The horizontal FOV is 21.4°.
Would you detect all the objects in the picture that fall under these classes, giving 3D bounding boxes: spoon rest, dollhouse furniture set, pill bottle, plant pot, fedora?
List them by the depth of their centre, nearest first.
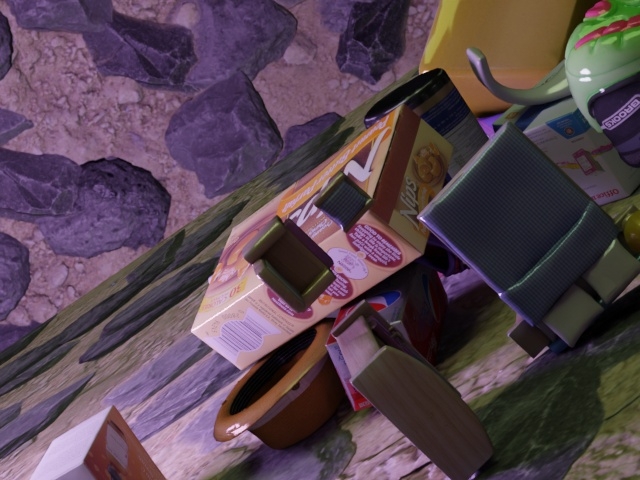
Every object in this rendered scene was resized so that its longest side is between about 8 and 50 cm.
[{"bbox_3d":[0.137,0.012,1.529,0.303,0.286,0.198,-45,10,3],"label":"dollhouse furniture set"},{"bbox_3d":[-0.031,0.171,1.889,0.194,0.079,0.194,-40,13,11],"label":"fedora"},{"bbox_3d":[0.323,-0.227,2.093,0.276,0.084,0.137,-13,24,-5],"label":"spoon rest"},{"bbox_3d":[0.160,-0.094,2.114,0.123,0.219,0.123,-32,11,7],"label":"pill bottle"},{"bbox_3d":[0.288,-0.276,2.340,0.187,0.212,0.212,10,77,34],"label":"plant pot"}]

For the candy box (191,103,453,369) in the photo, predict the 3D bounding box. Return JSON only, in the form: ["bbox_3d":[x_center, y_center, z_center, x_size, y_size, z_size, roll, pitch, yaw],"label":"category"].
[{"bbox_3d":[0.000,0.000,1.908,0.316,0.087,0.183,-34,26,39],"label":"candy box"}]

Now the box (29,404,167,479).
[{"bbox_3d":[-0.248,0.285,1.898,0.091,0.130,0.170,-31,12,12],"label":"box"}]

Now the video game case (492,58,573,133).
[{"bbox_3d":[0.387,-0.185,2.091,0.269,0.061,0.244,4,38,49],"label":"video game case"}]

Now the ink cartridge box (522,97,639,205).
[{"bbox_3d":[0.308,-0.101,1.967,0.088,0.122,0.052,-21,21,52],"label":"ink cartridge box"}]

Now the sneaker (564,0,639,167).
[{"bbox_3d":[0.490,-0.191,1.664,0.483,0.202,0.185,-11,32,20],"label":"sneaker"}]

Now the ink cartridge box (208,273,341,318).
[{"bbox_3d":[-0.007,0.037,2.308,0.201,0.117,0.278,-38,12,-19],"label":"ink cartridge box"}]

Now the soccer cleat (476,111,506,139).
[{"bbox_3d":[0.227,-0.114,2.311,0.318,0.108,0.116,-19,15,43],"label":"soccer cleat"}]

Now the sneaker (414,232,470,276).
[{"bbox_3d":[0.161,0.018,1.900,0.071,0.170,0.068,-93,11,-48],"label":"sneaker"}]

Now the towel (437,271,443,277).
[{"bbox_3d":[0.138,0.000,2.011,0.144,0.029,0.197,-26,-23,34],"label":"towel"}]

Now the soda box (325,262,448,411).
[{"bbox_3d":[0.078,0.091,1.874,0.092,0.083,0.263,-20,13,15],"label":"soda box"}]
